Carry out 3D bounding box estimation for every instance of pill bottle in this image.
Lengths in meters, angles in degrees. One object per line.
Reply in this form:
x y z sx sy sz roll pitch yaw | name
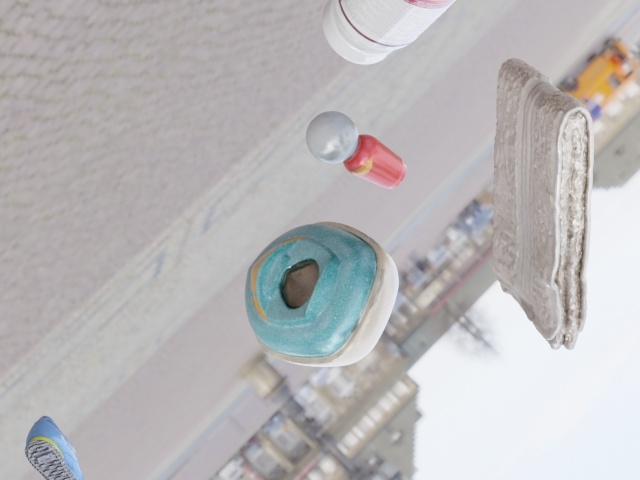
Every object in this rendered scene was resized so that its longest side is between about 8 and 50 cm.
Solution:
0.088 -0.294 1.401 0.121 0.121 0.221 -43 -177 -27 | pill bottle

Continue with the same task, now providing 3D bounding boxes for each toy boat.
0.000 0.000 1.543 0.267 0.148 0.318 5 -109 55 | toy boat

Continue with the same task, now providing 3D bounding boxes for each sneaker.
-0.413 0.376 1.965 0.069 0.209 0.082 -16 -153 9 | sneaker

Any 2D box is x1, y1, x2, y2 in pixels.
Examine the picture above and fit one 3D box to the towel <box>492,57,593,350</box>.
0.230 -0.039 1.288 0.049 0.282 0.187 -9 -154 -11 | towel
